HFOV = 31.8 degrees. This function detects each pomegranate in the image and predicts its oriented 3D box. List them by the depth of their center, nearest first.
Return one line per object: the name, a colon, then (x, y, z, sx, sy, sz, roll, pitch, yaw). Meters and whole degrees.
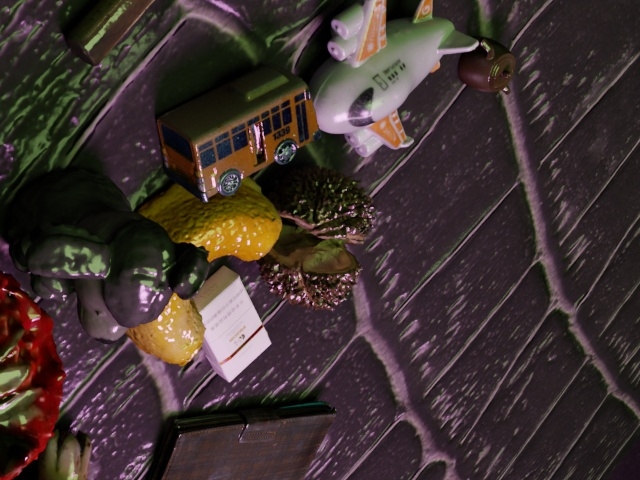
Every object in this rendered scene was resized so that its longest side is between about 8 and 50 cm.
pomegranate: (-0.316, 0.354, 1.359, 0.202, 0.202, 0.248, 20, 72, -52)

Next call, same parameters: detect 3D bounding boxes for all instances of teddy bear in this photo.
teddy bear: (-0.242, 0.023, 1.166, 0.171, 0.251, 0.144, 10, 107, -35)

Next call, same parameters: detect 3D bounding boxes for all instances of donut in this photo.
donut: (-0.170, 0.027, 1.354, 0.152, 0.101, 0.259, 30, 96, -48)

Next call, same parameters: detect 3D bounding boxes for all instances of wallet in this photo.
wallet: (-0.119, 0.321, 1.652, 0.317, 0.044, 0.169, 0, 119, -46)

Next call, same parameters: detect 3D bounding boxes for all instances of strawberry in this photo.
strawberry: (-0.385, 0.149, 1.119, 0.261, 0.257, 0.261, 0, 90, -30)

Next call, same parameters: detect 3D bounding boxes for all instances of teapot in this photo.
teapot: (0.247, -0.255, 1.630, 0.076, 0.068, 0.121, -49, 142, -11)

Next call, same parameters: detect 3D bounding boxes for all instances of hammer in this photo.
hammer: (-0.106, -0.354, 1.189, 0.440, 0.044, 0.168, -50, 143, -10)

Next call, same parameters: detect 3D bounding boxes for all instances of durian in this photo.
durian: (0.000, 0.000, 1.467, 0.196, 0.167, 0.196, -46, 158, -25)

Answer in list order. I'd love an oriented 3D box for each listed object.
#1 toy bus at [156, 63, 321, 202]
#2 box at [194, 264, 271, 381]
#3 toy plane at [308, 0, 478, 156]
toy bus: (-0.094, -0.134, 1.321, 0.182, 0.091, 0.103, -31, 134, -27)
box: (-0.125, 0.114, 1.501, 0.084, 0.040, 0.154, -44, 142, -21)
toy plane: (0.085, -0.216, 1.440, 0.244, 0.117, 0.245, -29, 136, -33)
